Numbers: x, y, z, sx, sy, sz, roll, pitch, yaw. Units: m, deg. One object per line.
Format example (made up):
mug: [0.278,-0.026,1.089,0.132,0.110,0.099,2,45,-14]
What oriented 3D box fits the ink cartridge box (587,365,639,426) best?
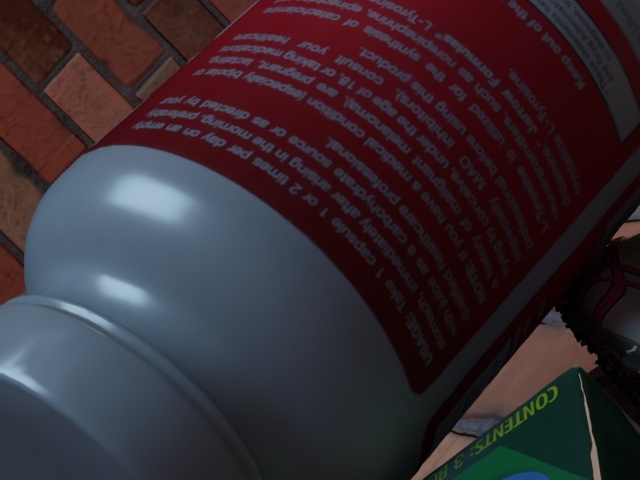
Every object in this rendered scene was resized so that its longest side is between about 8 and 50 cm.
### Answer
ink cartridge box: [0.141,0.150,1.000,0.224,0.045,0.223,-38,16,21]

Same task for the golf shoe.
golf shoe: [0.176,0.034,1.008,0.086,0.067,0.186,-38,14,7]

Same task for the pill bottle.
pill bottle: [0.000,0.000,0.950,0.407,0.229,0.229,-46,13,-33]

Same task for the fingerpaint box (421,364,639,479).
fingerpaint box: [-0.007,0.306,0.742,0.445,0.163,0.371,-39,16,18]
